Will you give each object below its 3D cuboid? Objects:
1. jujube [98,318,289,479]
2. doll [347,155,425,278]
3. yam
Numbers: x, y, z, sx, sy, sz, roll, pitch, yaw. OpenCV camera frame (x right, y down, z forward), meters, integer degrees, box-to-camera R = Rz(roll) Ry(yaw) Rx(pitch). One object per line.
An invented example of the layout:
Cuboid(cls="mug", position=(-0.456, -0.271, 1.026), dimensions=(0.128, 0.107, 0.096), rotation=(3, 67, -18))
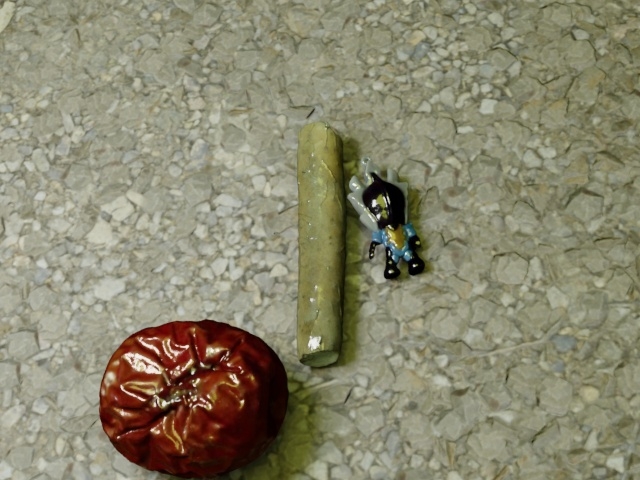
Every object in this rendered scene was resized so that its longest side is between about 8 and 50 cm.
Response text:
Cuboid(cls="jujube", position=(-0.165, 0.214, 1.565), dimensions=(0.232, 0.213, 0.213), rotation=(6, 65, 16))
Cuboid(cls="doll", position=(0.095, -0.039, 1.719), dimensions=(0.096, 0.070, 0.195), rotation=(-12, 69, -15))
Cuboid(cls="yam", position=(0.000, 0.000, 1.706), dimensions=(0.083, 0.083, 0.372), rotation=(-2, 67, 7))
